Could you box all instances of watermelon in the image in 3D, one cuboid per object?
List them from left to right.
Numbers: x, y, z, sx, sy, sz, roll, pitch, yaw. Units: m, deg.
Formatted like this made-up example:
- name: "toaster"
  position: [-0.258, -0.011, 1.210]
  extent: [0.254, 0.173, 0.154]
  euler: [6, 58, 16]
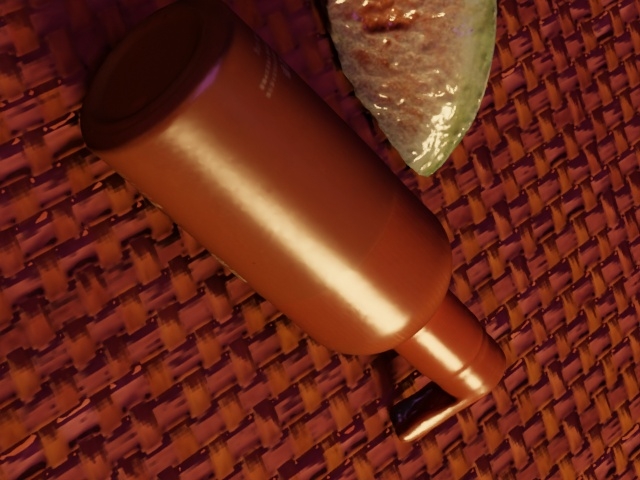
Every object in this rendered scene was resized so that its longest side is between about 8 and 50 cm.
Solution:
- name: "watermelon"
  position: [0.042, -0.121, 0.844]
  extent: [0.094, 0.081, 0.180]
  euler: [-25, 98, -18]

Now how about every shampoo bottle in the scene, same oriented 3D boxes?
- name: "shampoo bottle"
  position: [0.002, -0.002, 0.762]
  extent: [0.244, 0.085, 0.085]
  euler: [45, 55, -34]
